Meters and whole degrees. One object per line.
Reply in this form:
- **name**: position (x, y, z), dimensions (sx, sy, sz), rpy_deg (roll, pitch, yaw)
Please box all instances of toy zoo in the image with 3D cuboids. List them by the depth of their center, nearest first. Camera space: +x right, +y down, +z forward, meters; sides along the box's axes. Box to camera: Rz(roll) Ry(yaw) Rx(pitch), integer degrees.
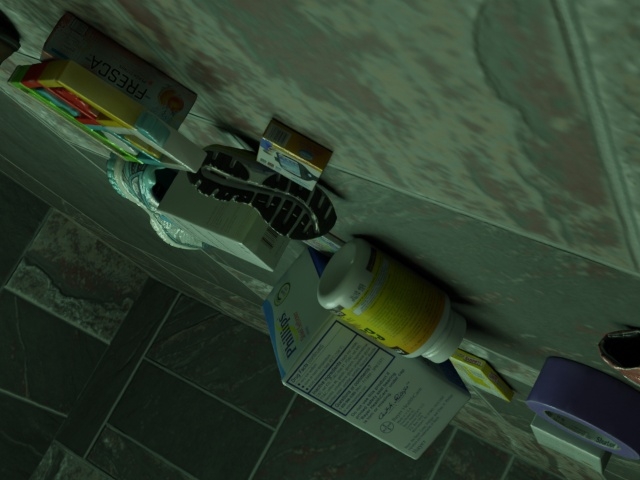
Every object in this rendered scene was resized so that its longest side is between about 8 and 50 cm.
- **toy zoo**: position (-0.256, -0.149, 1.180), dimensions (0.192, 0.030, 0.293), rpy_deg (34, 170, -29)

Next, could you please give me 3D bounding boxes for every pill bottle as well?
- **pill bottle**: position (0.109, 0.096, 1.454), dimensions (0.215, 0.117, 0.117), rpy_deg (33, 169, -18)

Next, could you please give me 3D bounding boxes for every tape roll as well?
- **tape roll**: position (0.420, 0.259, 1.518), dimensions (0.189, 0.080, 0.189), rpy_deg (27, 168, 6)

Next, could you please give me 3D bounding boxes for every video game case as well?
- **video game case**: position (0.000, 0.000, 1.577), dimensions (0.087, 0.011, 0.122), rpy_deg (32, 169, -13)

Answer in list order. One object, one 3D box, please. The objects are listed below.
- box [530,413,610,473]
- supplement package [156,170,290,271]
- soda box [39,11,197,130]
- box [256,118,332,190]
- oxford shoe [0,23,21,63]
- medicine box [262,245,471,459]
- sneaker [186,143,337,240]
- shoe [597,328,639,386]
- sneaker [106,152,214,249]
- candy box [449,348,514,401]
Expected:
- **box**: position (0.453, 0.331, 1.727), dimensions (0.130, 0.091, 0.170), rpy_deg (24, 168, 23)
- **supplement package**: position (-0.134, -0.043, 1.470), dimensions (0.179, 0.105, 0.105), rpy_deg (22, 167, 34)
- **soda box**: position (-0.244, -0.195, 1.180), dimensions (0.183, 0.058, 0.063), rpy_deg (33, 168, -15)
- **box**: position (-0.034, -0.098, 1.175), dimensions (0.081, 0.028, 0.136), rpy_deg (29, 167, -1)
- **oxford shoe**: position (-0.481, -0.262, 1.382), dimensions (0.083, 0.096, 0.227), rpy_deg (33, 167, -13)
- **medicine box**: position (0.068, 0.182, 1.638), dimensions (0.289, 0.149, 0.263), rpy_deg (34, -167, -22)
- **sneaker**: position (-0.071, -0.074, 1.284), dimensions (0.208, 0.081, 0.094), rpy_deg (28, -163, -13)
- **shoe**: position (0.402, 0.153, 1.118), dimensions (0.081, 0.063, 0.178), rpy_deg (31, 174, -35)
- **sneaker**: position (-0.238, -0.057, 1.670), dimensions (0.122, 0.110, 0.283), rpy_deg (15, 163, 41)
- **candy box**: position (0.310, 0.263, 1.951), dimensions (0.105, 0.027, 0.206), rpy_deg (24, 168, 35)
